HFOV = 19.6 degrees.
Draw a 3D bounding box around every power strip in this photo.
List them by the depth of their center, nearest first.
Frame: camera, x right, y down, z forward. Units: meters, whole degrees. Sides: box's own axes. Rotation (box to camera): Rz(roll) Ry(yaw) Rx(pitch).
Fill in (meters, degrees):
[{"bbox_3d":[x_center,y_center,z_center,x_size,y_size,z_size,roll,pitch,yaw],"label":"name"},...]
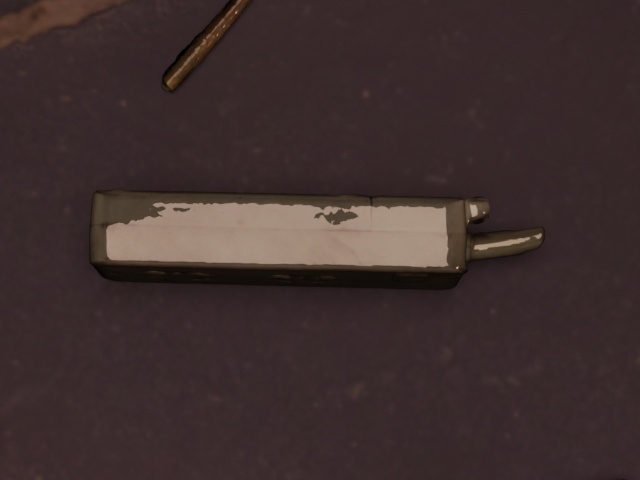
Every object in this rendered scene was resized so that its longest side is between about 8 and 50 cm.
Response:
[{"bbox_3d":[0.000,0.000,1.181,0.288,0.093,0.053,2,80,0],"label":"power strip"}]

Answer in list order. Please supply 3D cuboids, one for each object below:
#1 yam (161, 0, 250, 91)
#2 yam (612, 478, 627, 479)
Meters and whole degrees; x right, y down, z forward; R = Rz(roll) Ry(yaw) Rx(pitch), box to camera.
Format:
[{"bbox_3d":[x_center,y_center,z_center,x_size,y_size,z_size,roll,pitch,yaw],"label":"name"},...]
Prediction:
[{"bbox_3d":[-0.070,-0.141,1.234,0.014,0.014,0.107,40,84,3],"label":"yam"},{"bbox_3d":[0.193,0.201,1.188,0.043,0.043,0.094,-14,86,-3],"label":"yam"}]
